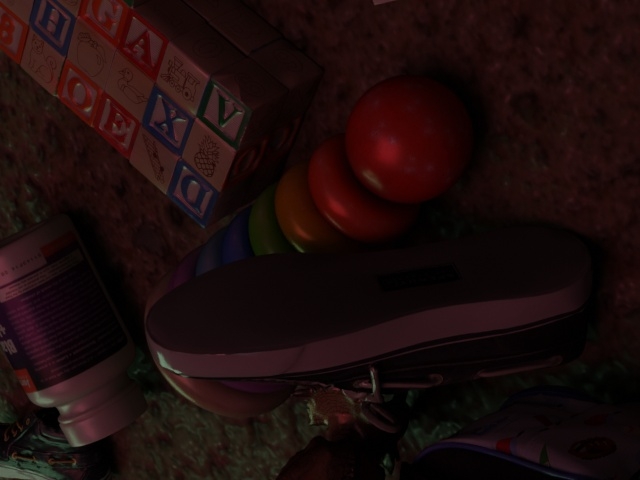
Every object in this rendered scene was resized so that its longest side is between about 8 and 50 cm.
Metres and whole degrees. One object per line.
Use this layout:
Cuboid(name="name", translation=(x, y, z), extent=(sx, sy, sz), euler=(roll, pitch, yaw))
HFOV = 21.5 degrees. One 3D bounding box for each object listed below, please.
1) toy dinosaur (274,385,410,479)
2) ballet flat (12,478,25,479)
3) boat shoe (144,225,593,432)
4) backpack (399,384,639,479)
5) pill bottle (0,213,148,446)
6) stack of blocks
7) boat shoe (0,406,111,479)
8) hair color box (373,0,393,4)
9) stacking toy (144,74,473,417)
Cuboid(name="toy dinosaur", translation=(0.007, 0.178, 1.202), extent=(0.127, 0.200, 0.295), euler=(36, 178, -11))
Cuboid(name="ballet flat", translation=(-0.318, 0.318, 1.772), extent=(0.080, 0.073, 0.232), euler=(39, 135, 18))
Cuboid(name="boat shoe", translation=(0.036, 0.067, 1.162), extent=(0.113, 0.306, 0.105), euler=(-115, 17, -53))
Cuboid(name="backpack", translation=(0.187, 0.216, 1.133), extent=(0.263, 0.213, 0.277), euler=(12, 116, 44))
Cuboid(name="pill bottle", translation=(-0.233, 0.083, 1.522), extent=(0.108, 0.108, 0.193), euler=(-17, 102, 47))
Cuboid(name="stack of blocks", translation=(-0.142, -0.173, 1.295), extent=(0.297, 0.087, 0.171), euler=(41, 136, 17))
Cuboid(name="boat shoe", translation=(-0.286, 0.193, 1.677), extent=(0.183, 0.065, 0.083), euler=(11, 120, 31))
Cuboid(name="hair color box", translation=(0.086, -0.203, 1.097), extent=(0.141, 0.043, 0.072), euler=(-7, 111, 46))
Cuboid(name="stacking toy", translation=(0.000, 0.000, 1.245), extent=(0.141, 0.141, 0.330), euler=(51, 133, 7))
